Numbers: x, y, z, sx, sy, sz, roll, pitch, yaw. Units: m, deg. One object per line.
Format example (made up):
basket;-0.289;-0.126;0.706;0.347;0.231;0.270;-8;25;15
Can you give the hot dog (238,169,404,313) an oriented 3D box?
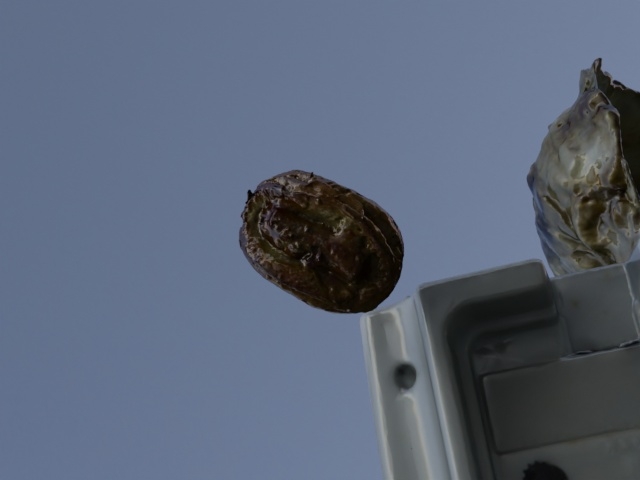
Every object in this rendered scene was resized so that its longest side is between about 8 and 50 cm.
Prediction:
hot dog;0.000;0.000;0.506;0.083;0.035;0.058;27;-85;7

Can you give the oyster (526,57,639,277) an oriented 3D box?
oyster;0.260;-0.016;0.861;0.337;0.133;0.197;27;-115;-57

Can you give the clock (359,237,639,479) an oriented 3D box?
clock;0.160;0.116;0.530;0.262;0.231;0.116;-13;-23;10
